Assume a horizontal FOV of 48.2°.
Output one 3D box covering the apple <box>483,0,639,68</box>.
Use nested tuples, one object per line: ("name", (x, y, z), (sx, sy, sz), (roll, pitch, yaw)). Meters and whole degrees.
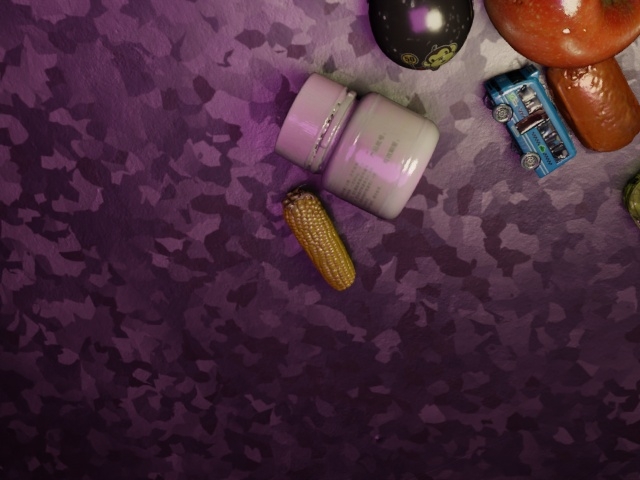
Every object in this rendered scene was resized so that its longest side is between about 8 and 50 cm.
("apple", (0.491, -0.515, 1.396), (0.348, 0.277, 0.349), (-10, 122, -17))

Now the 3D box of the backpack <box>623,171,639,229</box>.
("backpack", (0.852, -0.083, 1.705), (0.253, 0.140, 0.207), (41, 116, -9))

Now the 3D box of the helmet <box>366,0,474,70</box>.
("helmet", (0.211, -0.491, 1.532), (0.230, 0.160, 0.279), (-16, 117, 16))

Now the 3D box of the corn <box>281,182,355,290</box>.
("corn", (0.000, 0.000, 1.861), (0.106, 0.106, 0.305), (-22, 119, 17))

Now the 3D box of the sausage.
("sausage", (0.611, -0.313, 1.589), (0.141, 0.153, 0.268), (-34, 112, 12))

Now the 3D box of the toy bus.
("toy bus", (0.481, -0.275, 1.647), (0.134, 0.113, 0.246), (-30, 113, 16))

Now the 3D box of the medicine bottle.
("medicine bottle", (0.081, -0.220, 1.641), (0.324, 0.256, 0.256), (26, 119, 1))
